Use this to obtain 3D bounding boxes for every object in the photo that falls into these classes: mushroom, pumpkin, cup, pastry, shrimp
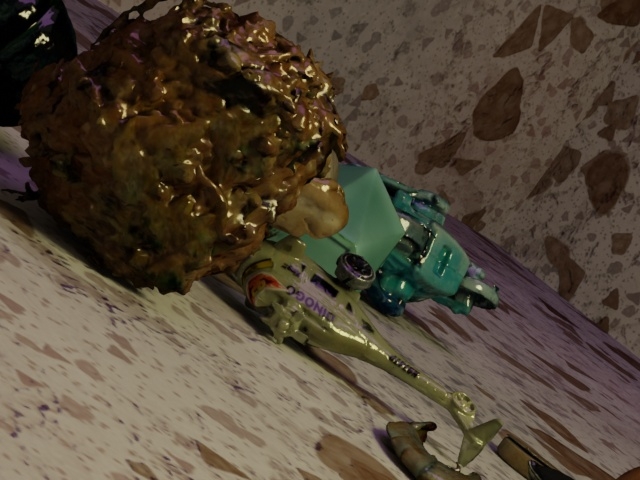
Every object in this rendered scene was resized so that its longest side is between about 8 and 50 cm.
[{"bbox_3d":[-0.025,-0.060,1.648,0.097,0.088,0.212,56,3,-20],"label":"mushroom"},{"bbox_3d":[-0.293,-0.184,1.592,0.194,0.150,0.194,46,7,-7],"label":"pumpkin"},{"bbox_3d":[0.000,0.000,1.811,0.148,0.134,0.235,63,10,-4],"label":"cup"},{"bbox_3d":[-0.103,-0.063,1.420,0.275,0.275,0.193,30,45,-39],"label":"pastry"},{"bbox_3d":[0.131,0.200,1.516,0.195,0.035,0.148,30,6,-29],"label":"shrimp"}]

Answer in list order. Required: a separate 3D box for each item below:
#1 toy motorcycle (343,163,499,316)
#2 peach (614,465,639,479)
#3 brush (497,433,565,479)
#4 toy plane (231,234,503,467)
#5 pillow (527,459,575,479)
[{"bbox_3d":[0.082,0.011,2.163,0.206,0.154,0.260,11,-18,40],"label":"toy motorcycle"},{"bbox_3d":[0.251,0.235,1.250,0.184,0.184,0.184,35,7,-5],"label":"peach"},{"bbox_3d":[0.315,0.277,1.755,0.327,0.065,0.070,36,9,13],"label":"brush"},{"bbox_3d":[0.032,0.087,1.610,0.286,0.092,0.108,34,28,-3],"label":"toy plane"},{"bbox_3d":[0.274,0.271,1.589,0.208,0.055,0.141,36,3,-28],"label":"pillow"}]
